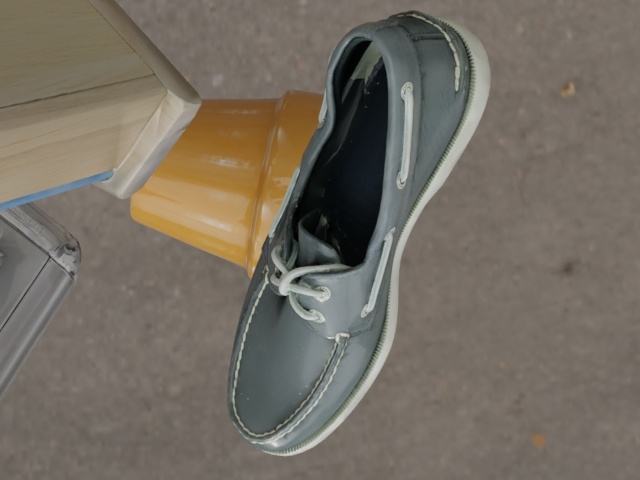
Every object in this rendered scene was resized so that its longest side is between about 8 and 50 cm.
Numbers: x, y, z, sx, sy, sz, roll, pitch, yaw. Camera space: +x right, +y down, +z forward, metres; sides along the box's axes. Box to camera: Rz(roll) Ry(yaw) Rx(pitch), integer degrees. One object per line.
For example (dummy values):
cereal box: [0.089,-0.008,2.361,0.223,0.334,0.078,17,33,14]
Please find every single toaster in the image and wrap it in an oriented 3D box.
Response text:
toaster: [-0.220,0.032,0.820,0.129,0.146,0.227,40,164,-19]

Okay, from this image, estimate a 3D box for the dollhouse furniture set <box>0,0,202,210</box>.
dollhouse furniture set: [-0.245,-0.007,0.508,0.303,0.286,0.198,-49,165,30]

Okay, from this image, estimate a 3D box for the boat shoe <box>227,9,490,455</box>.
boat shoe: [0.000,0.000,1.007,0.099,0.116,0.319,-1,121,-54]

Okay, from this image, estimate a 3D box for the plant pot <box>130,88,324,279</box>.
plant pot: [-0.091,-0.065,1.616,0.187,0.205,0.205,11,134,1]
